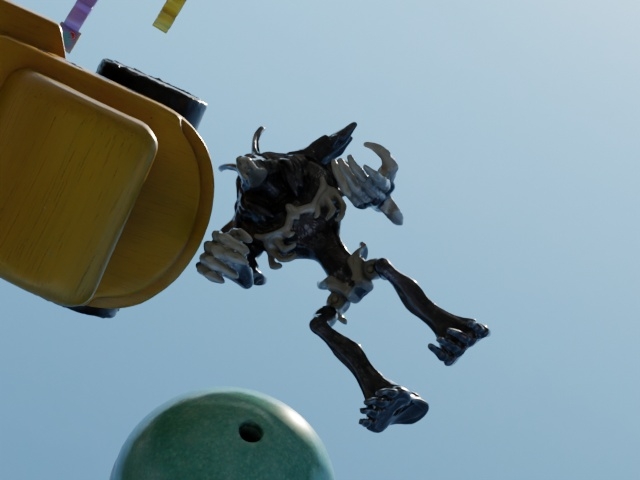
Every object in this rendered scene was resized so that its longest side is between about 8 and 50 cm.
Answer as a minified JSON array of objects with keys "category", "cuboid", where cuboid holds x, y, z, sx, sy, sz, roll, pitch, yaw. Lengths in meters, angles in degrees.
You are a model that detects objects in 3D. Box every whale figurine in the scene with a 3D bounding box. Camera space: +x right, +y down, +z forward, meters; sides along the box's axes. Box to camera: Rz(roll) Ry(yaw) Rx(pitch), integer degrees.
[{"category":"whale figurine","cuboid":[-0.070,0.222,1.151,0.216,0.141,0.272,14,-140,-11]}]

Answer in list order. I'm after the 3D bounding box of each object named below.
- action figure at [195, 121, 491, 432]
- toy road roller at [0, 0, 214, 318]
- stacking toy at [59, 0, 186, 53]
[{"category":"action figure","cuboid":[0.000,0.000,1.141,0.164,0.141,0.275,-40,-118,-2]},{"category":"toy road roller","cuboid":[-0.238,-0.069,1.150,0.329,0.202,0.240,24,-176,-12]},{"category":"stacking toy","cuboid":[-0.245,-0.188,1.479,0.167,0.221,0.052,30,178,-10]}]
